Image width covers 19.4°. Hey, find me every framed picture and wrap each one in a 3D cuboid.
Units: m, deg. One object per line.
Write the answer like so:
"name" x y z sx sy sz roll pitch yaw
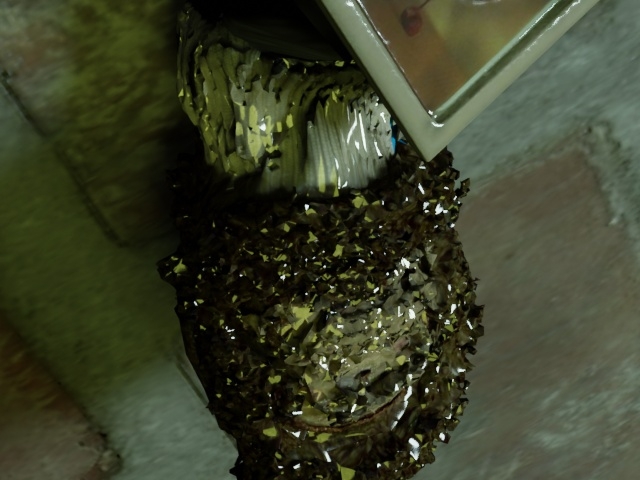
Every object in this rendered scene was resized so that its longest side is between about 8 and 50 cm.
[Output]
"framed picture" 0.108 -0.202 0.903 0.289 0.020 0.211 -43 133 -7

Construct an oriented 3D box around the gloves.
"gloves" 0.007 0.002 1.046 0.210 0.135 0.312 -17 121 -44
